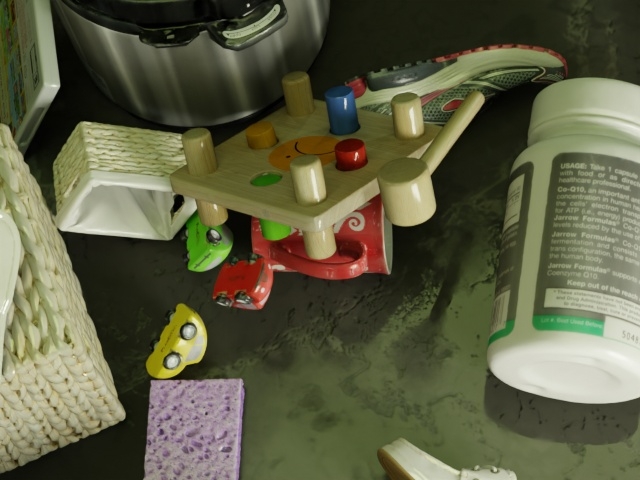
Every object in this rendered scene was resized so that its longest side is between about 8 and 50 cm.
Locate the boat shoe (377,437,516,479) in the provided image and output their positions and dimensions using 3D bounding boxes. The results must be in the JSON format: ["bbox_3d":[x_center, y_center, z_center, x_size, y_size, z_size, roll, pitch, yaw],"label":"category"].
[{"bbox_3d":[0.195,0.309,1.724,0.277,0.098,0.096,37,74,8],"label":"boat shoe"}]

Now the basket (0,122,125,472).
[{"bbox_3d":[-0.422,0.093,1.742,0.266,0.328,0.331,-20,67,-6],"label":"basket"}]

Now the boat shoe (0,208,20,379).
[{"bbox_3d":[-0.400,0.118,1.526,0.099,0.116,0.319,-3,69,43],"label":"boat shoe"}]

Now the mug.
[{"bbox_3d":[0.000,-0.010,1.849,0.169,0.150,0.113,-2,92,9],"label":"mug"}]

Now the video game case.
[{"bbox_3d":[-0.396,-0.250,1.958,0.026,0.206,0.227,1,64,-27],"label":"video game case"}]

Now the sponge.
[{"bbox_3d":[-0.158,0.272,1.802,0.117,0.031,0.210,0,68,5],"label":"sponge"}]

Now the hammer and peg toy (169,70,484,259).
[{"bbox_3d":[0.030,-0.088,1.760,0.361,0.127,0.266,16,38,39],"label":"hammer and peg toy"}]

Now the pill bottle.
[{"bbox_3d":[0.323,-0.001,1.781,0.204,0.204,0.361,8,69,8],"label":"pill bottle"}]

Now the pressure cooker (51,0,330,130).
[{"bbox_3d":[-0.176,-0.373,1.865,0.370,0.420,0.375,11,68,11],"label":"pressure cooker"}]

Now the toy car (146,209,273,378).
[{"bbox_3d":[-0.135,0.044,1.855,0.239,0.053,0.225,-41,37,31],"label":"toy car"}]

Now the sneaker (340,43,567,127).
[{"bbox_3d":[0.180,-0.192,1.936,0.299,0.121,0.112,-13,96,-2],"label":"sneaker"}]

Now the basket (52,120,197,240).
[{"bbox_3d":[-0.250,-0.077,1.880,0.167,0.113,0.103,6,53,-33],"label":"basket"}]
